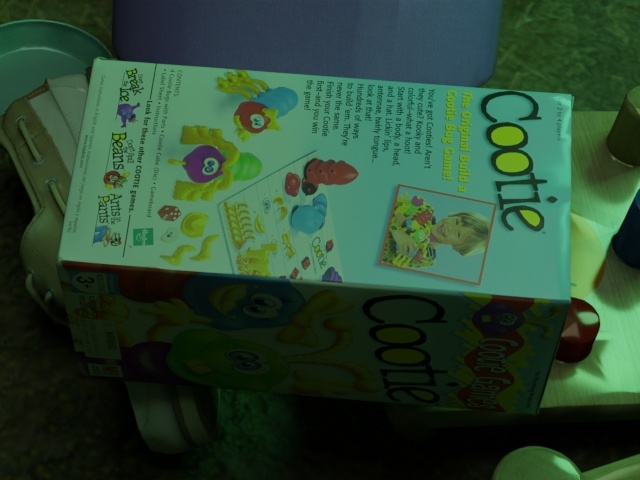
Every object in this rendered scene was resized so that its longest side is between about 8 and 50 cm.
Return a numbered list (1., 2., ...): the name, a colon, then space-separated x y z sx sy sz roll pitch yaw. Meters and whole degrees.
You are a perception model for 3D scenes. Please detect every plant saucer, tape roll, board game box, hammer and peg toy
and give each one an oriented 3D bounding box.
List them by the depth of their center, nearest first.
1. board game box: 0.000 0.000 0.999 0.275 0.142 0.144 5 58 2
2. hammer and peg toy: 0.163 0.056 1.151 0.266 0.127 0.361 -2 53 -13
3. tape roll: -0.009 -0.174 1.211 0.275 0.090 0.275 3 20 -1
4. plant saucer: -0.212 -0.119 1.294 0.119 0.021 0.119 5 49 -6

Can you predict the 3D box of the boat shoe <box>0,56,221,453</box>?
1. boat shoe: -0.144 0.017 1.146 0.103 0.113 0.302 -19 55 0
